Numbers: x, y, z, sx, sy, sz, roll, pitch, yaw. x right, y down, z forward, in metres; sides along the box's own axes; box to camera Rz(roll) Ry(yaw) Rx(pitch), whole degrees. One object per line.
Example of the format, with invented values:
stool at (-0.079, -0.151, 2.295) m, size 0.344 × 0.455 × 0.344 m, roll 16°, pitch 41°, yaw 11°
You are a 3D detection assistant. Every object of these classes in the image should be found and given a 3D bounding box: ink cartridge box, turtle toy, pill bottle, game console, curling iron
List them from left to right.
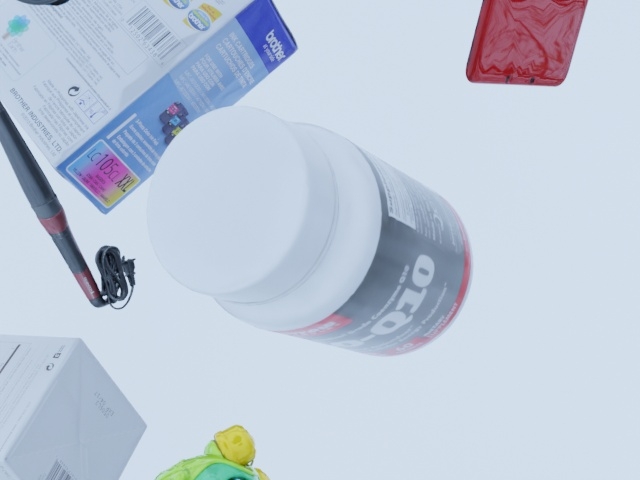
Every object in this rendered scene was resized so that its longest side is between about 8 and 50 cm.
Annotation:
curling iron at (-0.282, -0.037, 1.196) m, size 0.035 × 0.068 × 0.274 m, roll -5°, pitch -54°, yaw 40°
ink cartridge box at (-0.222, -0.268, 1.425) m, size 0.395 × 0.151 × 0.270 m, roll -41°, pitch -116°, yaw -2°
turtle toy at (-0.064, 0.174, 0.656) m, size 0.095 × 0.130 × 0.066 m, roll -28°, pitch -133°, yaw -11°
pill bottle at (0.000, 0.000, 0.890) m, size 0.161 × 0.283 × 0.161 m, roll -7°, pitch -104°, yaw 28°
game console at (0.144, -0.193, 0.866) m, size 0.085 × 0.144 × 0.124 m, roll -48°, pitch -116°, yaw 34°

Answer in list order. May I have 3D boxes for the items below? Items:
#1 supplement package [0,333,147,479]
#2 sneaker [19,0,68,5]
supplement package at (-0.395, 0.230, 1.334) m, size 0.293 × 0.177 × 0.175 m, roll -1°, pitch -135°, yaw 30°
sneaker at (-0.336, -0.408, 1.168) m, size 0.125 × 0.139 × 0.341 m, roll -14°, pitch -82°, yaw -1°
